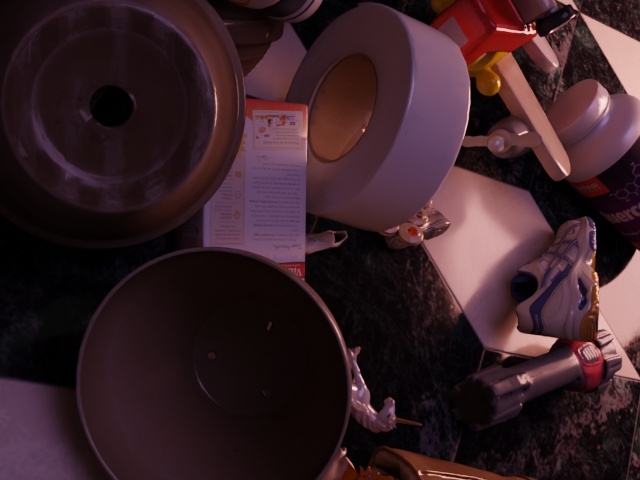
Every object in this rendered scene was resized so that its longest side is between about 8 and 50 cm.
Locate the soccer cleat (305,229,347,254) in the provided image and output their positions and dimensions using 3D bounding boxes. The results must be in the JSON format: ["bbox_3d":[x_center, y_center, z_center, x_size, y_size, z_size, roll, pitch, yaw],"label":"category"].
[{"bbox_3d":[0.000,0.000,1.466,0.083,0.035,0.029,-7,75,-42],"label":"soccer cleat"}]

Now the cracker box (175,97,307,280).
[{"bbox_3d":[-0.096,-0.056,1.340,0.155,0.067,0.232,1,90,-40],"label":"cracker box"}]

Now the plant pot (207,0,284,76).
[{"bbox_3d":[-0.167,-0.244,1.359,0.237,0.237,0.110,-13,119,-43],"label":"plant pot"}]

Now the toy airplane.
[{"bbox_3d":[0.237,-0.310,1.694,0.384,0.272,0.386,47,16,-43],"label":"toy airplane"}]

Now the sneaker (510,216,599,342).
[{"bbox_3d":[0.361,0.047,1.698,0.296,0.131,0.112,-67,154,-61],"label":"sneaker"}]

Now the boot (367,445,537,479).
[{"bbox_3d":[0.221,0.353,1.382,0.269,0.236,0.089,19,93,-35],"label":"boot"}]

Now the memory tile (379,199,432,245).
[{"bbox_3d":[0.105,-0.062,1.566,0.113,0.012,0.148,22,48,-2],"label":"memory tile"}]

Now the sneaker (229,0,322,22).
[{"bbox_3d":[-0.142,-0.367,1.280,0.321,0.126,0.127,32,10,25],"label":"sneaker"}]

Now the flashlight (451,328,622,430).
[{"bbox_3d":[0.314,0.202,1.599,0.304,0.103,0.103,-14,113,-39],"label":"flashlight"}]

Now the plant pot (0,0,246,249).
[{"bbox_3d":[-0.213,-0.137,1.088,0.323,0.280,0.323,-2,98,-14],"label":"plant pot"}]

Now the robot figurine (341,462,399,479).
[{"bbox_3d":[0.017,0.400,1.187,0.291,0.085,0.211,-62,152,-19],"label":"robot figurine"}]

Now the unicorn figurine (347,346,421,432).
[{"bbox_3d":[0.036,0.191,1.398,0.162,0.060,0.111,1,69,-23],"label":"unicorn figurine"}]

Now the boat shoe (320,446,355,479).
[{"bbox_3d":[-0.057,0.334,1.206,0.097,0.116,0.324,52,41,-4],"label":"boat shoe"}]

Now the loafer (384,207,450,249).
[{"bbox_3d":[0.134,-0.019,1.588,0.125,0.045,0.039,-14,60,-41],"label":"loafer"}]

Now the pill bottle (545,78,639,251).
[{"bbox_3d":[0.528,-0.123,1.871,0.323,0.181,0.181,40,49,-18],"label":"pill bottle"}]

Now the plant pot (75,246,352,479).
[{"bbox_3d":[-0.097,0.141,1.189,0.284,0.284,0.191,61,9,0],"label":"plant pot"}]

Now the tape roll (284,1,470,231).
[{"bbox_3d":[0.063,-0.159,1.424,0.100,0.286,0.286,17,60,-33],"label":"tape roll"}]
